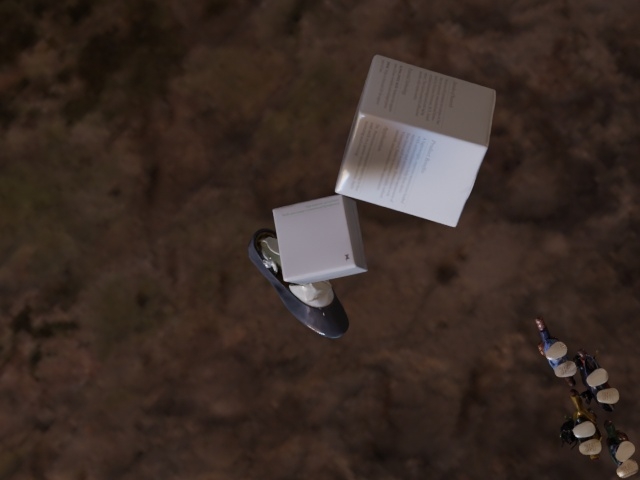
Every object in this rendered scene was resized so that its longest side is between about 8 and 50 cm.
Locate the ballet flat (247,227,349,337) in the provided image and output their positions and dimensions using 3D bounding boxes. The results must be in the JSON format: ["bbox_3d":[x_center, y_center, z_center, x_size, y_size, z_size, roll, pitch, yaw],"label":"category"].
[{"bbox_3d":[-0.033,0.055,1.974,0.074,0.203,0.074,-34,154,-20],"label":"ballet flat"}]

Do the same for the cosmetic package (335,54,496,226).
[{"bbox_3d":[0.134,-0.141,1.948,0.151,0.184,0.151,-75,-177,-49],"label":"cosmetic package"}]

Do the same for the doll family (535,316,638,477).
[{"bbox_3d":[0.283,0.169,1.485,0.076,0.193,0.111,-14,-177,9],"label":"doll family"}]

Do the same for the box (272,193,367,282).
[{"bbox_3d":[0.000,0.000,1.841,0.101,0.101,0.087,-12,173,12],"label":"box"}]
